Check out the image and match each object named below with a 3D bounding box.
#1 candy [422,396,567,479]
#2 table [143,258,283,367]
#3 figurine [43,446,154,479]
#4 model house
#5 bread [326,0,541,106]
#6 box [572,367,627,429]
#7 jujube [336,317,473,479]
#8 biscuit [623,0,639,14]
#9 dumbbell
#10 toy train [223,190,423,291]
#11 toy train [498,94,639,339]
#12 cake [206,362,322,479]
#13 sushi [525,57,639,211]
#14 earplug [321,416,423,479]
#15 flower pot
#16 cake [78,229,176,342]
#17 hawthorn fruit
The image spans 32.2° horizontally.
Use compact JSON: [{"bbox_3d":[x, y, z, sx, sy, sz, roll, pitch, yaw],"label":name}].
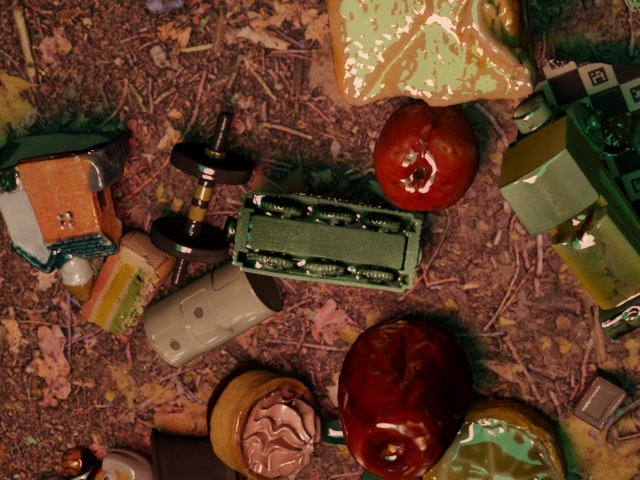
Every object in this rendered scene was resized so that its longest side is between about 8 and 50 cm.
[{"bbox_3d":[0.304,0.401,1.940,0.259,0.118,0.260,2,100,10],"label":"candy"},{"bbox_3d":[-0.190,0.123,1.961,0.220,0.126,0.126,-30,97,17],"label":"table"},{"bbox_3d":[-0.413,0.471,2.099,0.236,0.133,0.176,-17,75,25],"label":"figurine"},{"bbox_3d":[-0.443,-0.037,1.942,0.253,0.184,0.291,-6,105,14],"label":"model house"},{"bbox_3d":[0.164,-0.401,1.613,0.279,0.371,0.390,-5,103,13],"label":"bread"},{"bbox_3d":[0.474,0.267,1.890,0.060,0.063,0.085,29,108,1],"label":"box"},{"bbox_3d":[0.137,0.258,1.827,0.223,0.318,0.223,4,115,10],"label":"jujube"},{"bbox_3d":[0.568,-0.396,1.705,0.204,0.031,0.138,-8,103,14],"label":"biscuit"},{"bbox_3d":[-0.206,-0.066,1.902,0.143,0.143,0.326,20,108,6],"label":"dumbbell"},{"bbox_3d":[0.000,0.000,1.830,0.330,0.178,0.139,8,88,-12],"label":"toy train"},{"bbox_3d":[0.415,-0.033,1.694,0.160,0.253,0.397,-31,108,26],"label":"toy train"},{"bbox_3d":[-0.079,0.322,1.927,0.178,0.185,0.208,0,101,49],"label":"cake"},{"bbox_3d":[0.467,-0.171,1.780,0.289,0.050,0.264,4,119,9],"label":"sushi"},{"bbox_3d":[0.088,0.479,1.979,0.163,0.280,0.257,-1,142,33],"label":"earplug"},{"bbox_3d":[-0.223,0.451,2.029,0.148,0.235,0.235,-8,104,-5],"label":"flower pot"},{"bbox_3d":[-0.350,0.081,2.030,0.109,0.090,0.225,33,128,-1],"label":"cake"},{"bbox_3d":[0.164,-0.128,1.777,0.179,0.200,0.179,6,109,16],"label":"hawthorn fruit"}]
